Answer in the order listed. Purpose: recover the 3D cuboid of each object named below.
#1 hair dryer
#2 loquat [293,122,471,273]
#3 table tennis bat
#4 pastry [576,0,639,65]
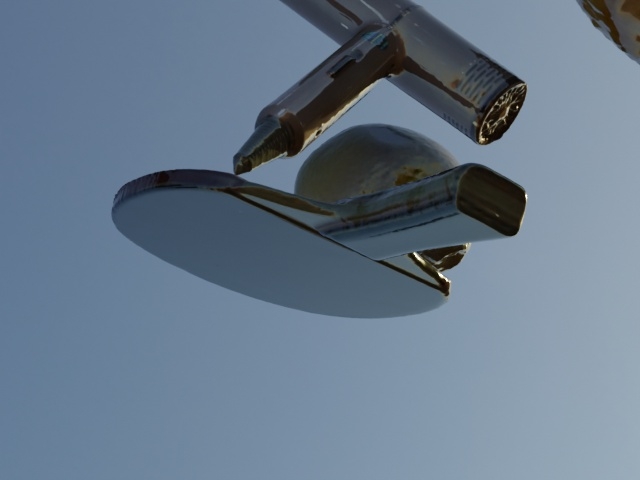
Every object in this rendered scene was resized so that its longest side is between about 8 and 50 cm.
[{"bbox_3d":[-0.009,-0.104,0.892,0.220,0.195,0.053,-30,-30,-40],"label":"hair dryer"},{"bbox_3d":[0.062,-0.030,1.290,0.152,0.195,0.152,-24,-45,-27],"label":"loquat"},{"bbox_3d":[0.000,0.000,0.640,0.154,0.274,0.021,25,-107,-23],"label":"table tennis bat"},{"bbox_3d":[0.355,-0.258,0.971,0.410,0.245,0.409,-3,-27,-2],"label":"pastry"}]
